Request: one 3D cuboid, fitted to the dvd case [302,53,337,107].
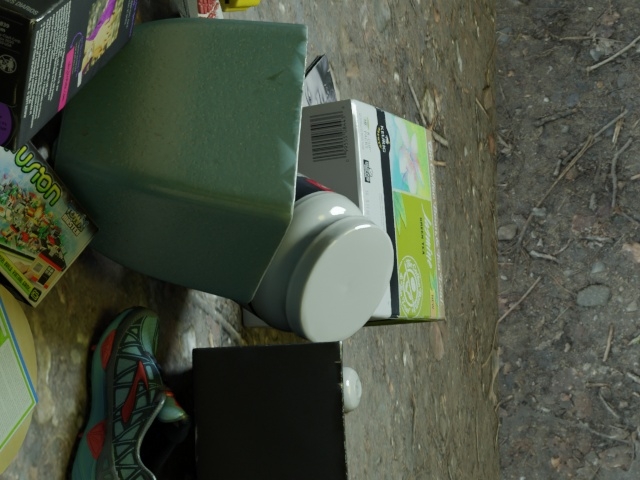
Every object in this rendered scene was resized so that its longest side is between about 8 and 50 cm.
[{"bbox_3d":[-0.005,-0.227,2.296,0.221,0.018,0.164,-58,139,-59],"label":"dvd case"}]

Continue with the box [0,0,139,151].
[{"bbox_3d":[-0.292,-0.228,1.210,0.270,0.165,0.143,-63,173,-55],"label":"box"}]

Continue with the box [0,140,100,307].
[{"bbox_3d":[-0.315,-0.035,1.279,0.114,0.036,0.207,-53,142,-19],"label":"box"}]

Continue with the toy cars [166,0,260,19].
[{"bbox_3d":[-0.128,-0.341,1.810,0.176,0.087,0.394,57,42,-53],"label":"toy cars"}]

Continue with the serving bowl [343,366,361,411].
[{"bbox_3d":[0.056,0.270,2.305,0.083,0.027,0.083,-5,90,-70],"label":"serving bowl"}]

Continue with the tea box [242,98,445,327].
[{"bbox_3d":[0.035,-0.028,2.017,0.323,0.220,0.329,8,77,-64],"label":"tea box"}]

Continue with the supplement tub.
[{"bbox_3d":[-0.059,0.002,1.643,0.191,0.272,0.191,-29,134,-35],"label":"supplement tub"}]

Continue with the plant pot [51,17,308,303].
[{"bbox_3d":[-0.169,-0.099,1.417,0.248,0.252,0.247,119,-24,-62],"label":"plant pot"}]

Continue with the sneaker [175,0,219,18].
[{"bbox_3d":[-0.201,-0.378,1.679,0.088,0.092,0.225,-47,119,-67],"label":"sneaker"}]

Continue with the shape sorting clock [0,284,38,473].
[{"bbox_3d":[-0.339,0.138,1.226,0.206,0.040,0.206,-2,90,-72],"label":"shape sorting clock"}]

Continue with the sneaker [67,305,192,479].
[{"bbox_3d":[-0.200,0.197,1.469,0.104,0.125,0.262,55,35,-55],"label":"sneaker"}]

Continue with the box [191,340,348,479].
[{"bbox_3d":[-0.063,0.292,1.581,0.343,0.179,0.312,113,-25,-80],"label":"box"}]
